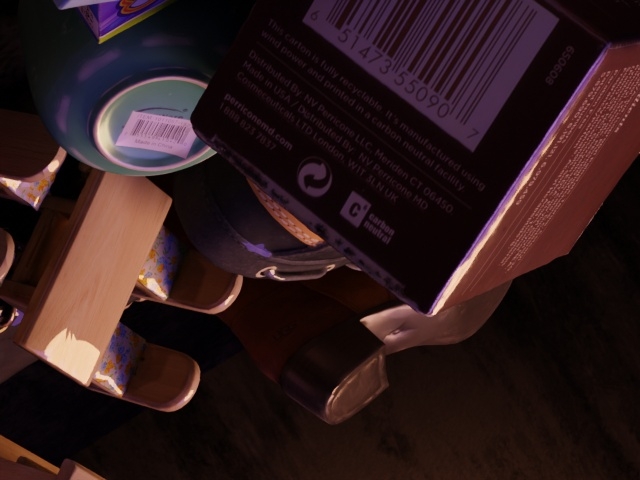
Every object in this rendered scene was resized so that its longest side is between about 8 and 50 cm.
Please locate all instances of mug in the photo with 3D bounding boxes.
[{"bbox_3d":[-0.084,-0.103,0.959,0.158,0.097,0.129,-23,142,8],"label":"mug"}]

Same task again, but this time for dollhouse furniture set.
[{"bbox_3d":[-0.147,0.067,1.097,0.212,0.161,0.242,42,66,-50],"label":"dollhouse furniture set"}]

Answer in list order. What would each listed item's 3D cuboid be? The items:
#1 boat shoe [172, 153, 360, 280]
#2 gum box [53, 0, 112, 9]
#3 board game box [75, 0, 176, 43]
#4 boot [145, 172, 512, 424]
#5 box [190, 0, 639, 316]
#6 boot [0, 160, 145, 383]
[{"bbox_3d":[0.020,-0.078,1.320,0.156,0.187,0.500,-34,-179,19],"label":"boat shoe"},{"bbox_3d":[-0.014,-0.163,0.716,0.157,0.041,0.184,-39,171,33],"label":"gum box"},{"bbox_3d":[0.024,-0.244,0.811,0.347,0.078,0.233,-31,172,-12],"label":"board game box"},{"bbox_3d":[0.000,0.000,1.472,0.264,0.280,0.096,-38,148,-21],"label":"boot"},{"bbox_3d":[0.076,-0.088,0.914,0.167,0.168,0.203,-59,161,23],"label":"box"},{"bbox_3d":[-0.248,0.043,1.254,0.284,0.138,0.377,-30,175,-9],"label":"boot"}]
